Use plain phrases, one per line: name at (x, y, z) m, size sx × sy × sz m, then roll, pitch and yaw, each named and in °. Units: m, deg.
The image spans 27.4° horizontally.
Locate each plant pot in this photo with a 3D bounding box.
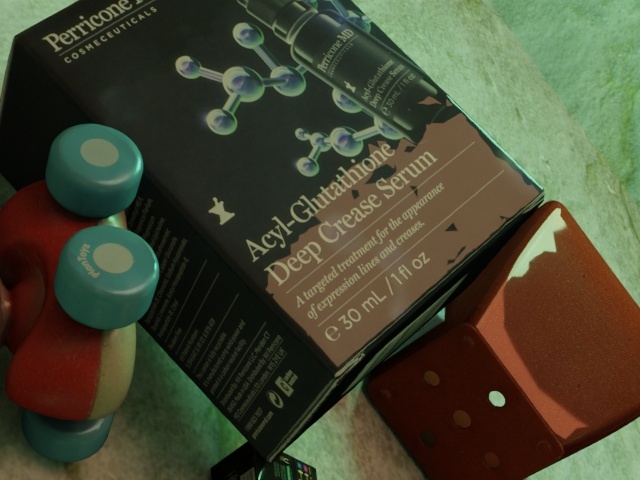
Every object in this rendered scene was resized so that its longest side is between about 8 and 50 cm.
plant pot at (0.214, 0.157, 1.531) m, size 0.267 × 0.267 × 0.236 m, roll 54°, pitch 40°, yaw 2°

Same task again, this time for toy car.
toy car at (-0.267, 0.040, 1.011) m, size 0.238 × 0.219 × 0.210 m, roll 3°, pitch 48°, yaw -21°

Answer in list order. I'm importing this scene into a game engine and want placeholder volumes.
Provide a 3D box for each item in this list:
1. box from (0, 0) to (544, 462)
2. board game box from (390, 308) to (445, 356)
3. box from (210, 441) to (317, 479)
box at (-0.054, -0.058, 1.201) m, size 0.395 × 0.212 × 0.293 m, roll 45°, pitch 57°, yaw 9°
board game box at (0.000, 0.000, 1.479) m, size 0.275 × 0.144 × 0.142 m, roll 43°, pitch 28°, yaw -19°
box at (-0.050, 0.231, 1.211) m, size 0.083 × 0.062 × 0.052 m, roll 33°, pitch 32°, yaw -34°
